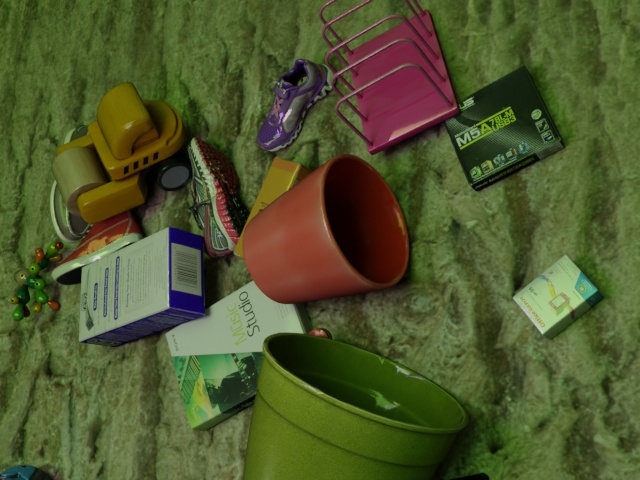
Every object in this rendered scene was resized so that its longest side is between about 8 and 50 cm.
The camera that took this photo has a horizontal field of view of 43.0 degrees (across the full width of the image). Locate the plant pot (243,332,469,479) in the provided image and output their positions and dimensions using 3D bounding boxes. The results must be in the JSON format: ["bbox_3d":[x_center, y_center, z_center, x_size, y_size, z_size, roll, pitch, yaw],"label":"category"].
[{"bbox_3d":[0.018,0.393,1.395,0.366,0.366,0.352,25,100,34],"label":"plant pot"}]

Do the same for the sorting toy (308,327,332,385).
[{"bbox_3d":[-0.062,0.299,1.577,0.132,0.046,0.274,9,93,21],"label":"sorting toy"}]

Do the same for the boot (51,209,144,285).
[{"bbox_3d":[-0.558,-0.008,1.982,0.244,0.088,0.176,-28,64,5],"label":"boot"}]

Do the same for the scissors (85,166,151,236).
[{"bbox_3d":[-0.520,-0.071,2.040,0.109,0.021,0.297,20,85,34],"label":"scissors"}]

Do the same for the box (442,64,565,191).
[{"bbox_3d":[0.346,-0.215,1.562,0.191,0.045,0.184,-27,63,20],"label":"box"}]

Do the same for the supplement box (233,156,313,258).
[{"bbox_3d":[-0.097,-0.057,1.751,0.078,0.080,0.233,21,83,35],"label":"supplement box"}]

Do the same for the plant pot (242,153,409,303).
[{"bbox_3d":[0.000,0.000,1.579,0.243,0.275,0.274,-24,62,35],"label":"plant pot"}]

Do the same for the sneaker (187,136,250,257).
[{"bbox_3d":[-0.252,-0.104,1.834,0.112,0.121,0.299,-31,61,22],"label":"sneaker"}]

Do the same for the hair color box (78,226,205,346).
[{"bbox_3d":[-0.403,0.112,1.816,0.339,0.110,0.185,-20,64,37],"label":"hair color box"}]

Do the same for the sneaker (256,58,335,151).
[{"bbox_3d":[-0.074,-0.310,1.808,0.095,0.104,0.236,41,97,33],"label":"sneaker"}]

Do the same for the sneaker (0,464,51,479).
[{"bbox_3d":[-0.583,0.628,1.802,0.341,0.125,0.139,22,113,31],"label":"sneaker"}]

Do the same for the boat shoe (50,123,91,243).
[{"bbox_3d":[-0.601,-0.152,2.063,0.097,0.116,0.324,-13,62,30],"label":"boat shoe"}]

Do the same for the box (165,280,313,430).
[{"bbox_3d":[-0.166,0.227,1.705,0.322,0.058,0.232,-32,60,19],"label":"box"}]

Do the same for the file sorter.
[{"bbox_3d":[0.124,-0.367,1.636,0.202,0.182,0.290,-25,53,22],"label":"file sorter"}]

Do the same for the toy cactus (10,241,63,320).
[{"bbox_3d":[-0.728,0.100,2.074,0.180,0.112,0.219,7,79,52],"label":"toy cactus"}]

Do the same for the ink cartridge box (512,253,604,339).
[{"bbox_3d":[0.411,0.099,1.409,0.122,0.052,0.088,-43,57,13],"label":"ink cartridge box"}]

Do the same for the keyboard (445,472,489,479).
[{"bbox_3d":[0.212,0.474,1.420,0.192,0.038,0.100,-21,41,25],"label":"keyboard"}]

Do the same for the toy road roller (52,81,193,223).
[{"bbox_3d":[-0.476,-0.219,1.892,0.330,0.240,0.202,-26,58,-9],"label":"toy road roller"}]
